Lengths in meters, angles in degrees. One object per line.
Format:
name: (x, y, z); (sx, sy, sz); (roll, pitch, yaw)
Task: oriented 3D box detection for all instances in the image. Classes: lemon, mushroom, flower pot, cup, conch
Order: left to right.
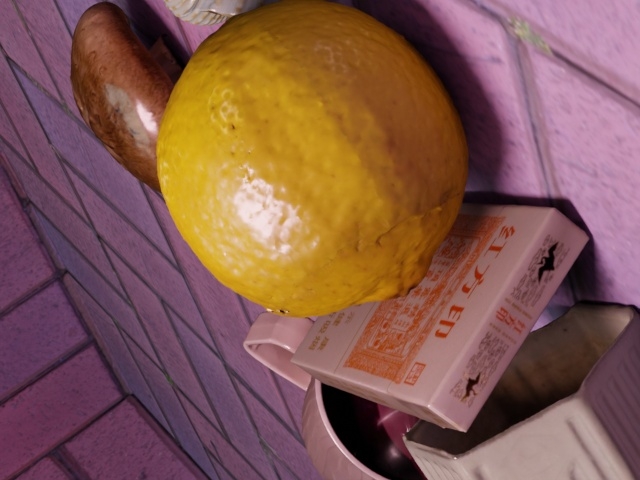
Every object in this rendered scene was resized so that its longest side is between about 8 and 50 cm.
mushroom: (-0.229, -0.174, 2.240); (0.278, 0.146, 0.278); (56, 172, 12)
conch: (-0.076, -0.248, 1.657); (0.135, 0.153, 0.102); (-128, 35, -57)
lemon: (-0.008, -0.072, 1.542); (0.293, 0.293, 0.293); (49, 164, 19)
cup: (0.060, 0.181, 1.919); (0.273, 0.288, 0.208); (117, 155, -76)
flower pot: (0.218, 0.190, 1.542); (0.189, 0.239, 0.209); (56, -165, -10)

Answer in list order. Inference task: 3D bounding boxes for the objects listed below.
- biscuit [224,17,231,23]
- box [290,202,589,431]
biscuit: (-0.044, -0.109, 1.902); (0.208, 0.041, 0.290); (-10, 104, 60)
box: (0.098, 0.059, 1.630); (0.051, 0.204, 0.365); (37, 170, -17)
